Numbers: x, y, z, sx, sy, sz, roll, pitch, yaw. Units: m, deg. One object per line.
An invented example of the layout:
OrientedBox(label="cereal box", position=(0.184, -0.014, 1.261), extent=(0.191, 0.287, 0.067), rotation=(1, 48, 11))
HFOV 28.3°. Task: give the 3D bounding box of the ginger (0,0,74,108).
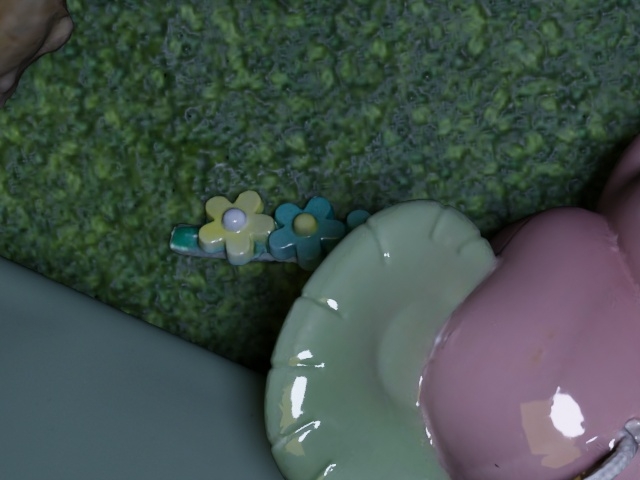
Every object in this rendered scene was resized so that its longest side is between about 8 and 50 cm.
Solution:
OrientedBox(label="ginger", position=(-0.124, -0.193, 0.614), extent=(0.304, 0.155, 0.245), rotation=(-14, 119, 5))

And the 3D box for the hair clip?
OrientedBox(label="hair clip", position=(0.000, -0.001, 0.708), extent=(0.173, 0.049, 0.049), rotation=(8, 104, 6))

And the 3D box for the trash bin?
OrientedBox(label="trash bin", position=(-0.176, 0.127, 0.671), extent=(0.343, 0.158, 0.223), rotation=(22, 73, -4))

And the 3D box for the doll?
OrientedBox(label="doll", position=(0.134, 0.073, 0.602), extent=(0.284, 0.216, 0.268), rotation=(44, 73, -9))
